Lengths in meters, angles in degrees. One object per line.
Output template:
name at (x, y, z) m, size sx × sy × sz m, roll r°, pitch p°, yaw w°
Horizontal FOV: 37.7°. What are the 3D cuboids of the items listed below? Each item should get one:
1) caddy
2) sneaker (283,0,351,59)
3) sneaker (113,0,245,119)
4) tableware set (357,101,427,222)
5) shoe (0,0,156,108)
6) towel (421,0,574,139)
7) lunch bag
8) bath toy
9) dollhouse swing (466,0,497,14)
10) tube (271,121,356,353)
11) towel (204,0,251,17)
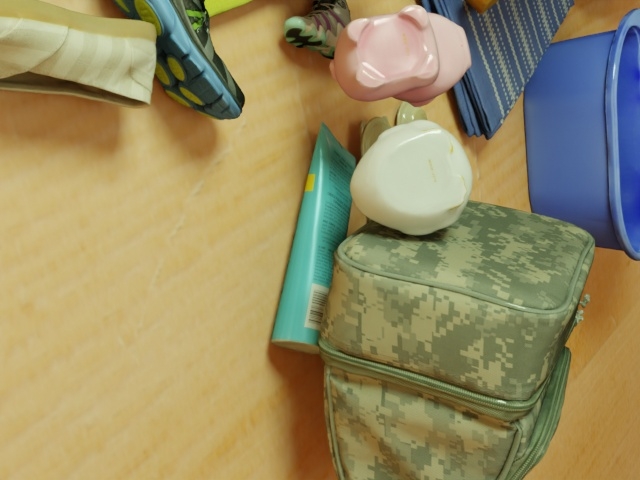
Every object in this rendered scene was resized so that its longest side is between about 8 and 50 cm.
caddy at (0.411, -0.142, 1.293) m, size 0.241 × 0.179 × 0.341 m, roll -22°, pitch 110°, yaw -49°
sneaker at (-0.002, -0.211, 0.866) m, size 0.098 × 0.038 × 0.069 m, roll 9°, pitch 83°, yaw -61°
sneaker at (-0.102, -0.171, 0.708) m, size 0.078 × 0.067 × 0.188 m, roll -50°, pitch 127°, yaw -30°
tableware set at (0.086, -0.075, 1.002) m, size 0.169 × 0.020 × 0.141 m, roll -30°, pitch 118°, yaw -49°
shoe at (-0.187, -0.117, 0.592) m, size 0.219 × 0.077 × 0.058 m, roll -6°, pitch 97°, yaw -51°
towel at (0.219, -0.310, 1.154) m, size 0.336 × 0.040 × 0.243 m, roll -54°, pitch 130°, yaw -38°
lunch bag at (0.128, 0.113, 0.889) m, size 0.305 × 0.213 × 0.256 m, roll -36°, pitch 139°, yaw -65°
bath toy at (0.067, -0.177, 0.826) m, size 0.151 × 0.129 × 0.348 m, roll -8°, pitch 89°, yaw -8°
dollhouse swing at (0.238, -0.473, 0.985) m, size 0.315 × 0.305 × 0.347 m, roll 55°, pitch 46°, yaw -10°
tube at (0.000, 0.000, 0.874) m, size 0.080 × 0.052 × 0.207 m, roll 45°, pitch 54°, yaw -62°
towel at (-0.048, -0.271, 0.815) m, size 0.237 × 0.021 × 0.102 m, roll -38°, pitch 116°, yaw -44°
